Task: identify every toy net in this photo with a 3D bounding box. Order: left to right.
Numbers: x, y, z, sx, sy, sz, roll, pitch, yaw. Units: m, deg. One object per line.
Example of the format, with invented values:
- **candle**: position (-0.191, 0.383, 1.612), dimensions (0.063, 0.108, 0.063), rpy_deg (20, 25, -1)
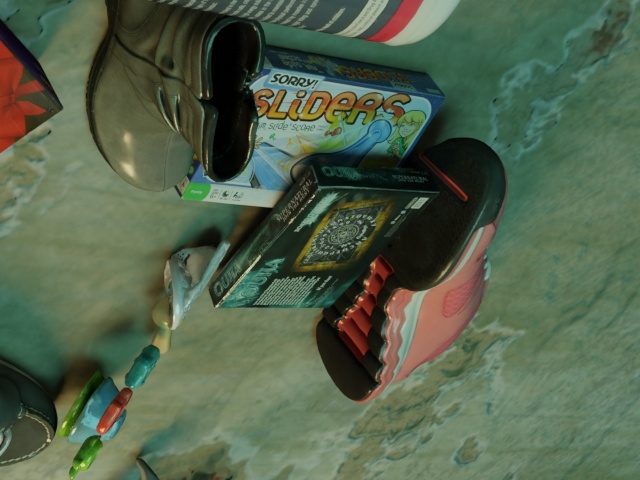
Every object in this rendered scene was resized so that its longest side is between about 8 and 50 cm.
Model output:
- **toy net**: position (-0.156, 0.089, 1.358), dimensions (0.232, 0.045, 0.122), rpy_deg (-58, 178, 12)

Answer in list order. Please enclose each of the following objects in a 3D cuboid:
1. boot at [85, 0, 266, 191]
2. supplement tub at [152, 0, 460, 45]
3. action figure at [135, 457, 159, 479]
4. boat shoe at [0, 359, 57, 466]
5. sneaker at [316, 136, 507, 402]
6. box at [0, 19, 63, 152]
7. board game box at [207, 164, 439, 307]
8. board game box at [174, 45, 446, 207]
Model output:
- **boot**: position (-0.100, -0.091, 1.133), dimensions (0.083, 0.161, 0.246), rpy_deg (-16, 139, -21)
- **supplement tub**: position (-0.045, -0.229, 0.955), dimensions (0.272, 0.191, 0.191), rpy_deg (8, 129, -19)
- **action figure**: position (-0.259, 0.359, 1.512), dimensions (0.330, 0.178, 0.341), rpy_deg (-39, 146, -9)
- **boat shoe**: position (-0.324, 0.137, 1.277), dimensions (0.112, 0.095, 0.335), rpy_deg (-42, 142, 11)
- **sneaker**: position (0.103, 0.015, 1.465), dimensions (0.136, 0.116, 0.314), rpy_deg (-16, 147, -37)
- **box**: position (-0.323, -0.122, 1.023), dimensions (0.201, 0.057, 0.293), rpy_deg (-34, 143, 3)
- **board game box**: position (0.000, 0.000, 1.368), dimensions (0.126, 0.026, 0.186), rpy_deg (2, 145, -36)
- **board game box**: position (-0.010, -0.087, 1.307), dimensions (0.201, 0.035, 0.136), rpy_deg (4, 129, -39)
